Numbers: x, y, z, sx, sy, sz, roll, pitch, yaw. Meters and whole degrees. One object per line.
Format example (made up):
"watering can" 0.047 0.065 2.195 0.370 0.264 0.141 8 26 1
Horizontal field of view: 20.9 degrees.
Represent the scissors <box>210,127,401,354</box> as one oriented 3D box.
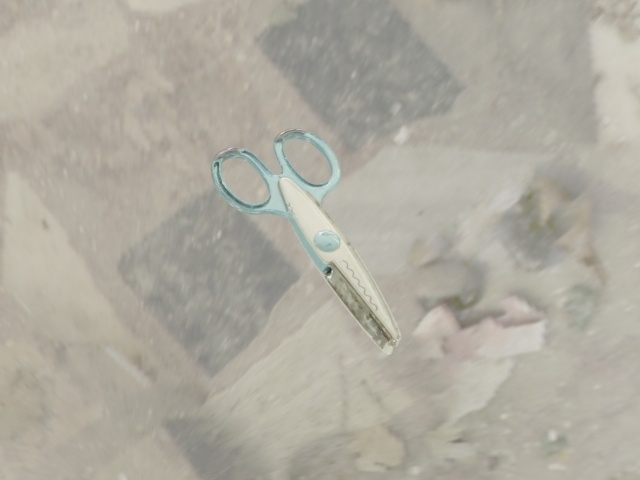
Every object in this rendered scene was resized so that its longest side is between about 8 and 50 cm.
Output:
"scissors" 0.000 0.000 0.730 0.058 0.014 0.119 -18 58 -25
